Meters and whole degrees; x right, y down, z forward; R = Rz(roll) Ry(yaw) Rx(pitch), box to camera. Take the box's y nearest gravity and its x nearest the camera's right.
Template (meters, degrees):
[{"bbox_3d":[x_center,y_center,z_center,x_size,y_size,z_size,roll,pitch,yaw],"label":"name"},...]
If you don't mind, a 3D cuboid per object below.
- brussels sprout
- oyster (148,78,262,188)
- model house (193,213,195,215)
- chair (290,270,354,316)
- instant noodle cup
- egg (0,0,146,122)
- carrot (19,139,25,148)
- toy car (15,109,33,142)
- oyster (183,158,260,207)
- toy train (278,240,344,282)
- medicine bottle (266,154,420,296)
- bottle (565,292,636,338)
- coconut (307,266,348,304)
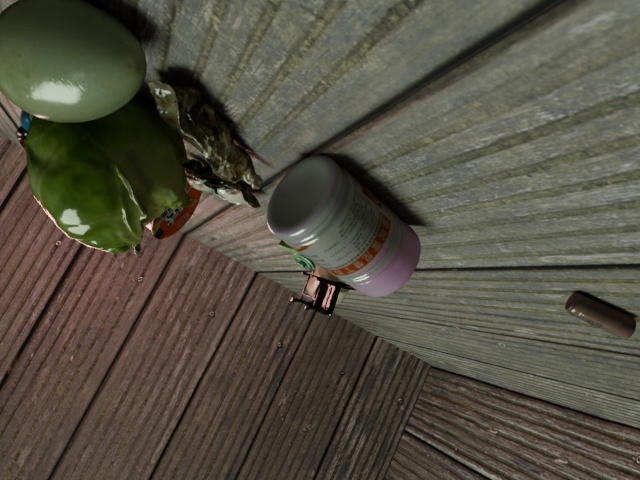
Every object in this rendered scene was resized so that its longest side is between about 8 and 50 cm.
[{"bbox_3d":[-0.519,-0.206,1.332,0.342,0.425,0.361,-16,136,-1],"label":"brussels sprout"},{"bbox_3d":[-0.266,-0.249,1.235,0.204,0.111,0.396,40,175,24],"label":"oyster"},{"bbox_3d":[-0.535,-0.176,2.058,0.167,0.088,0.117,22,167,25],"label":"model house"},{"bbox_3d":[0.041,0.173,1.702,0.229,0.113,0.106,19,-179,-30],"label":"chair"},{"bbox_3d":[-0.556,-0.157,1.864,0.192,0.250,0.250,32,169,11],"label":"instant noodle cup"},{"bbox_3d":[-0.443,-0.318,0.976,0.295,0.218,0.218,12,164,21],"label":"egg"},{"bbox_3d":[-0.817,-0.303,1.876,0.193,0.214,0.331,53,179,31],"label":"carrot"},{"bbox_3d":[-0.744,-0.329,1.629,0.190,0.188,0.255,5,153,35],"label":"toy car"},{"bbox_3d":[-0.290,-0.163,1.632,0.214,0.083,0.223,21,173,38],"label":"oyster"},{"bbox_3d":[0.000,0.000,1.588,0.369,0.150,0.237,12,153,49],"label":"toy train"},{"bbox_3d":[0.057,-0.023,1.213,0.316,0.202,0.202,34,165,-36],"label":"medicine bottle"},{"bbox_3d":[0.611,0.163,1.199,0.140,0.053,0.053,26,168,5],"label":"bottle"},{"bbox_3d":[0.029,0.185,2.152,0.171,0.183,0.171,22,-146,-16],"label":"coconut"}]
